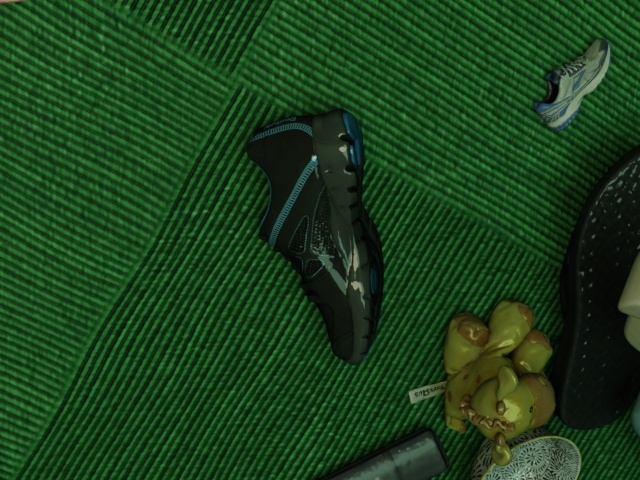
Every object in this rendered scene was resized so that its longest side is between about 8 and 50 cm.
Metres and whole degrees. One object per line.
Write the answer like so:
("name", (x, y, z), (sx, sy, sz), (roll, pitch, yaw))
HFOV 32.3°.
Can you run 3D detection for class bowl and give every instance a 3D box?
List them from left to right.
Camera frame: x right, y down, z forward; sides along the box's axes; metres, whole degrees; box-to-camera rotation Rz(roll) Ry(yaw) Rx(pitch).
("bowl", (0.274, 0.317, 1.559), (0.170, 0.080, 0.170), (-12, 127, -17))

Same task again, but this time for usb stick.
("usb stick", (0.047, 0.345, 1.531), (0.278, 0.045, 0.077), (-25, 111, -8))

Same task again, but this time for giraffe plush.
("giraffe plush", (0.240, 0.199, 1.479), (0.210, 0.170, 0.181), (-32, 111, -5))

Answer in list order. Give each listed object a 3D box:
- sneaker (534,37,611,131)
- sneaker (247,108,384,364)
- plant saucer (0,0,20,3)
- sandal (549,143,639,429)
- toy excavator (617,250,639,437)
("sneaker", (0.332, -0.213, 1.460), (0.058, 0.052, 0.135), (31, 94, -17))
("sneaker", (0.000, 0.000, 1.406), (0.139, 0.125, 0.341), (-4, 110, 13))
("plant saucer", (-0.456, -0.379, 1.193), (0.258, 0.048, 0.259), (-10, 108, -13))
("sandal", (0.391, 0.057, 1.530), (0.167, 0.107, 0.446), (-1, 118, -20))
("toy excavator", (0.505, 0.184, 1.438), (0.445, 0.433, 0.222), (28, 73, -9))
